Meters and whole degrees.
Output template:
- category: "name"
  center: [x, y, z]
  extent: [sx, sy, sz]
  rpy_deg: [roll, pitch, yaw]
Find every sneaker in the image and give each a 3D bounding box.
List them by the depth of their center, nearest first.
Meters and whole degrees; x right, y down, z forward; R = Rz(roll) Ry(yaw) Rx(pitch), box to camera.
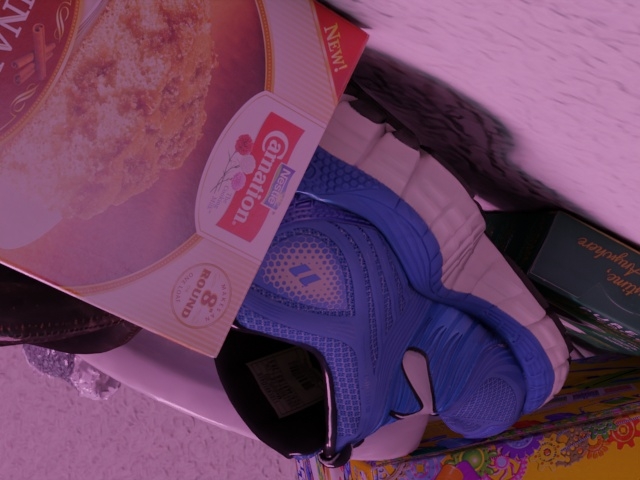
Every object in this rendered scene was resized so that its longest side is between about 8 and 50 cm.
- category: "sneaker"
  center: [0.018, 0.036, 0.905]
  extent: [0.130, 0.147, 0.330]
  rpy_deg: [46, 180, 31]

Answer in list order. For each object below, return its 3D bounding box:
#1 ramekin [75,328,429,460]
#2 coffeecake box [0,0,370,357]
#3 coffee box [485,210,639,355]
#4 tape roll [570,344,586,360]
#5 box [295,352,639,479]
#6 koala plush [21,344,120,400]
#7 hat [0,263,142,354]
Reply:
- category: "ramekin"
  center: [-0.042, 0.019, 1.144]
  extent: [0.273, 0.127, 0.273]
  rpy_deg: [21, -170, -4]
- category: "coffeecake box"
  center: [-0.094, -0.058, 0.686]
  extent: [0.185, 0.142, 0.068]
  rpy_deg: [27, 176, -34]
- category: "coffee box"
  center: [0.145, 0.025, 1.021]
  extent: [0.113, 0.040, 0.184]
  rpy_deg: [28, 176, -7]
- category: "tape roll"
  center: [0.230, 0.225, 1.610]
  extent: [0.246, 0.169, 0.246]
  rpy_deg: [46, -175, -5]
- category: "box"
  center: [0.154, 0.193, 1.286]
  extent: [0.290, 0.177, 0.279]
  rpy_deg: [-10, -176, -11]
- category: "koala plush"
  center: [-0.154, 0.014, 1.409]
  extent: [0.203, 0.221, 0.196]
  rpy_deg: [28, 176, -26]
- category: "hat"
  center: [-0.154, -0.010, 0.898]
  extent: [0.331, 0.134, 0.331]
  rpy_deg: [-1, 167, 0]
